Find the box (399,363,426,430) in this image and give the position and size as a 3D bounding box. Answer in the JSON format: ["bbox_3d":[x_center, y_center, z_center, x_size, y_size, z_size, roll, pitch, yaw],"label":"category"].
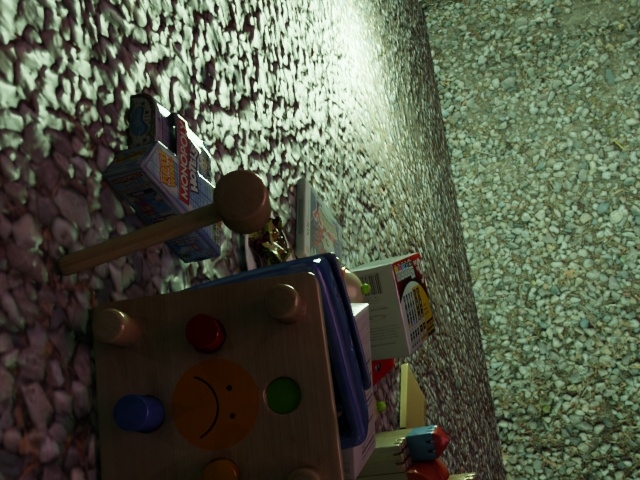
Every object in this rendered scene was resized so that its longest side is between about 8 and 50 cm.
[{"bbox_3d":[0.236,0.440,1.990,0.201,0.021,0.164,-80,151,-48],"label":"box"}]

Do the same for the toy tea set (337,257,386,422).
[{"bbox_3d":[0.057,0.202,1.457,0.200,0.124,0.336,-82,155,-51],"label":"toy tea set"}]

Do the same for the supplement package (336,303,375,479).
[{"bbox_3d":[0.003,0.231,1.229,0.134,0.139,0.244,-24,111,-70],"label":"supplement package"}]

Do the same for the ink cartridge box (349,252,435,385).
[{"bbox_3d":[0.166,0.180,1.795,0.309,0.130,0.272,-14,92,-71],"label":"ink cartridge box"}]

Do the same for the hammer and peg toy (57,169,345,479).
[{"bbox_3d":[-0.124,0.123,0.841,0.127,0.266,0.361,61,20,-75],"label":"hammer and peg toy"}]

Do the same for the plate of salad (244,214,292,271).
[{"bbox_3d":[-0.075,0.039,1.327,0.200,0.048,0.200,-13,90,-70],"label":"plate of salad"}]

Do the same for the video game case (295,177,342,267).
[{"bbox_3d":[0.000,0.000,1.601,0.201,0.023,0.183,53,31,-51],"label":"video game case"}]

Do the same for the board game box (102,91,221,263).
[{"bbox_3d":[-0.203,-0.094,1.029,0.194,0.060,0.194,43,39,-60],"label":"board game box"}]

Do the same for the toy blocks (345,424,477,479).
[{"bbox_3d":[0.176,0.491,1.404,0.191,0.261,0.381,-14,90,-67],"label":"toy blocks"}]

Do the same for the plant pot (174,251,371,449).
[{"bbox_3d":[-0.061,0.143,1.031,0.212,0.236,0.236,-39,114,-75],"label":"plant pot"}]
